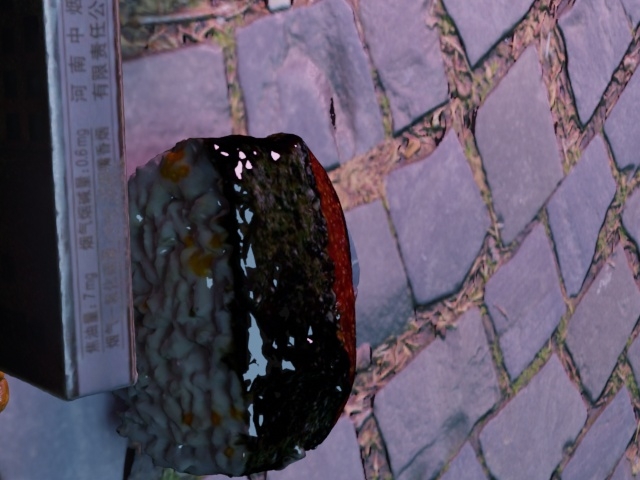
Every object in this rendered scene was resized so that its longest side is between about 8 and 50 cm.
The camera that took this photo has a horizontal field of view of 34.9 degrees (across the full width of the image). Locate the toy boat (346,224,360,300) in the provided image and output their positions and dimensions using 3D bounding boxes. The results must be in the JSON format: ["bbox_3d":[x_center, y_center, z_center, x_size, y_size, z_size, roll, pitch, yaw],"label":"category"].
[{"bbox_3d":[0.000,-0.001,0.790,0.096,0.034,0.122,-8,100,-48],"label":"toy boat"}]

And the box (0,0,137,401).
[{"bbox_3d":[-0.164,-0.096,0.520,0.047,0.180,0.325,-10,103,-41],"label":"box"}]

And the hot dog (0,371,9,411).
[{"bbox_3d":[-0.244,0.099,0.569,0.144,0.038,0.062,-21,112,-38],"label":"hot dog"}]

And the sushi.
[{"bbox_3d":[-0.057,0.040,0.673,0.126,0.136,0.225,3,89,-52],"label":"sushi"}]
